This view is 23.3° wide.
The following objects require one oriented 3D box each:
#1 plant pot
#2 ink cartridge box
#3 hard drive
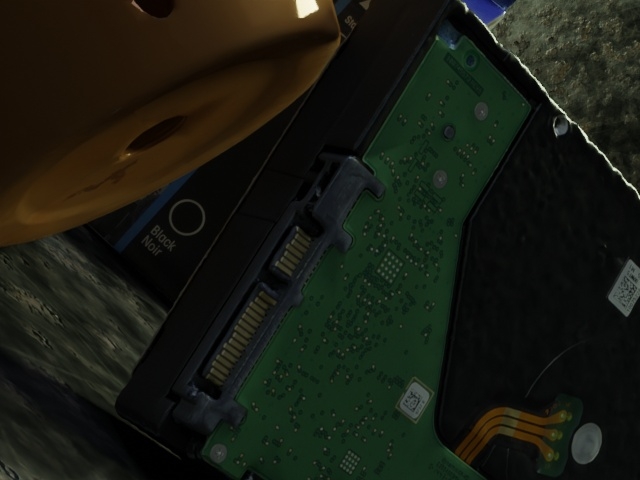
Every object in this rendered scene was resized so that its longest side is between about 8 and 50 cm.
[{"bbox_3d":[-0.123,-0.132,0.728,0.203,0.291,0.291,59,6,7],"label":"plant pot"},{"bbox_3d":[-0.019,-0.115,1.002,0.165,0.332,0.065,42,3,2],"label":"ink cartridge box"},{"bbox_3d":[0.085,0.070,0.771,0.339,0.237,0.064,40,-15,-36],"label":"hard drive"}]
